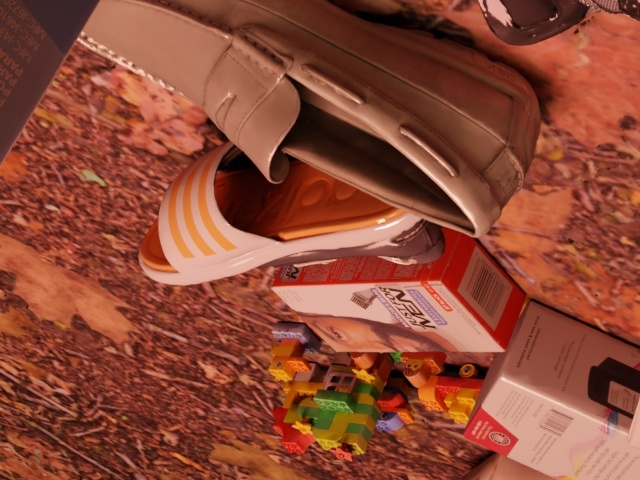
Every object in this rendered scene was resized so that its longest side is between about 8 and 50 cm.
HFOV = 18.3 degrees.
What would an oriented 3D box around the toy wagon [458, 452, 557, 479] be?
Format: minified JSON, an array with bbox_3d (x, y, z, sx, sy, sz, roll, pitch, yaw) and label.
[{"bbox_3d":[0.283,0.283,1.708,0.344,0.068,0.267,28,153,-6],"label":"toy wagon"}]

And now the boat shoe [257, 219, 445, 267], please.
[{"bbox_3d":[0.000,0.000,1.437,0.206,0.075,0.065,-8,136,39],"label":"boat shoe"}]

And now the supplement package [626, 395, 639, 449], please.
[{"bbox_3d":[0.348,0.059,1.140,0.293,0.177,0.175,18,152,11],"label":"supplement package"}]

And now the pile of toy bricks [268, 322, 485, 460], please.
[{"bbox_3d":[0.029,0.132,1.609,0.212,0.105,0.118,1,145,37],"label":"pile of toy bricks"}]

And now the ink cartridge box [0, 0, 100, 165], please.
[{"bbox_3d":[-0.267,-0.101,1.124,0.151,0.395,0.270,39,149,-25],"label":"ink cartridge box"}]

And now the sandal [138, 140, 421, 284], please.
[{"bbox_3d":[-0.035,-0.041,1.379,0.265,0.102,0.076,-12,134,38],"label":"sandal"}]

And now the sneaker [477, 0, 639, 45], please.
[{"bbox_3d":[0.180,-0.136,1.027,0.268,0.101,0.153,37,152,-11],"label":"sneaker"}]

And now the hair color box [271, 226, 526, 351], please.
[{"bbox_3d":[0.057,0.039,1.481,0.167,0.053,0.093,-2,143,44],"label":"hair color box"}]

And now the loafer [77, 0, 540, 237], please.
[{"bbox_3d":[-0.022,-0.095,1.243,0.319,0.111,0.112,19,152,11],"label":"loafer"}]

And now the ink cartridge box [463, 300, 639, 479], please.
[{"bbox_3d":[0.211,0.134,1.498,0.175,0.072,0.127,24,152,2],"label":"ink cartridge box"}]
